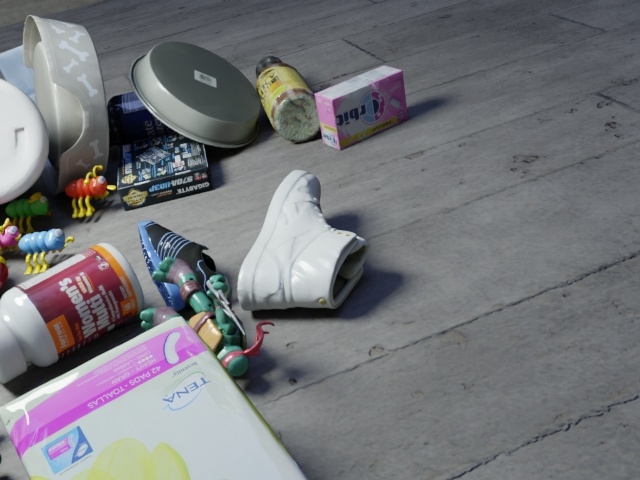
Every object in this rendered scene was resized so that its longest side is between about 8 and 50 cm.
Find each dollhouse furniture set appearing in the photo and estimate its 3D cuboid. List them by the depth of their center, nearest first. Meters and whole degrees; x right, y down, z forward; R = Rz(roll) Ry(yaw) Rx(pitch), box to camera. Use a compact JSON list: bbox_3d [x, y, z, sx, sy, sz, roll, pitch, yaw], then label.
[{"bbox_3d":[-0.773,-0.370,1.970,0.303,0.287,0.198,-6,28,33],"label":"dollhouse furniture set"}]

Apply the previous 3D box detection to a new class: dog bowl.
[{"bbox_3d":[-0.504,-0.267,1.671,0.102,0.349,0.349,-9,27,-25],"label":"dog bowl"}]

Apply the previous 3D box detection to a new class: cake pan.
[{"bbox_3d":[-0.247,-0.311,1.750,0.293,0.054,0.293,24,36,-19],"label":"cake pan"}]

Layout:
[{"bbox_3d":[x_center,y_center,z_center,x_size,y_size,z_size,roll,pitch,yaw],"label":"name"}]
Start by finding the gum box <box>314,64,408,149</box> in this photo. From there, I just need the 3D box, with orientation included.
[{"bbox_3d":[0.088,-0.268,1.684,0.188,0.107,0.062,-27,33,-25],"label":"gum box"}]

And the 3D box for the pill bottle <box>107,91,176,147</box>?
[{"bbox_3d":[-0.382,-0.260,1.816,0.219,0.123,0.123,-13,30,-2],"label":"pill bottle"}]

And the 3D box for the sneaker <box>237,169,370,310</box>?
[{"bbox_3d":[0.000,0.000,1.273,0.169,0.108,0.293,1,42,17],"label":"sneaker"}]

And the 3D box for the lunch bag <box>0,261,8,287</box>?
[{"bbox_3d":[-0.656,0.093,1.308,0.258,0.120,0.293,-6,31,10],"label":"lunch bag"}]

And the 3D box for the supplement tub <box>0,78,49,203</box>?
[{"bbox_3d":[-0.633,-0.176,1.578,0.228,0.228,0.316,-23,9,-19],"label":"supplement tub"}]

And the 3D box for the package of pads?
[{"bbox_3d":[-0.161,0.234,0.858,0.229,0.101,0.296,-27,50,-22],"label":"package of pads"}]

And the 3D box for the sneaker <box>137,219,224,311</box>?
[{"bbox_3d":[-0.219,0.032,1.314,0.090,0.081,0.232,-17,36,-18],"label":"sneaker"}]

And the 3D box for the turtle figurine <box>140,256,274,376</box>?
[{"bbox_3d":[-0.158,0.122,1.105,0.175,0.118,0.234,-57,40,3],"label":"turtle figurine"}]

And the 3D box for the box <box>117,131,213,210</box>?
[{"bbox_3d":[-0.309,-0.147,1.668,0.175,0.051,0.220,-15,30,-6],"label":"box"}]

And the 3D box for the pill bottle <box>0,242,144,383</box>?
[{"bbox_3d":[-0.372,0.102,1.195,0.221,0.121,0.121,-32,36,-31],"label":"pill bottle"}]

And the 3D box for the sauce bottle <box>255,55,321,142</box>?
[{"bbox_3d":[-0.080,-0.317,1.828,0.111,0.112,0.344,-15,28,-7],"label":"sauce bottle"}]

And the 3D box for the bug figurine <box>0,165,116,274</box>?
[{"bbox_3d":[-0.495,-0.038,1.505,0.216,0.072,0.279,-11,29,16],"label":"bug figurine"}]
